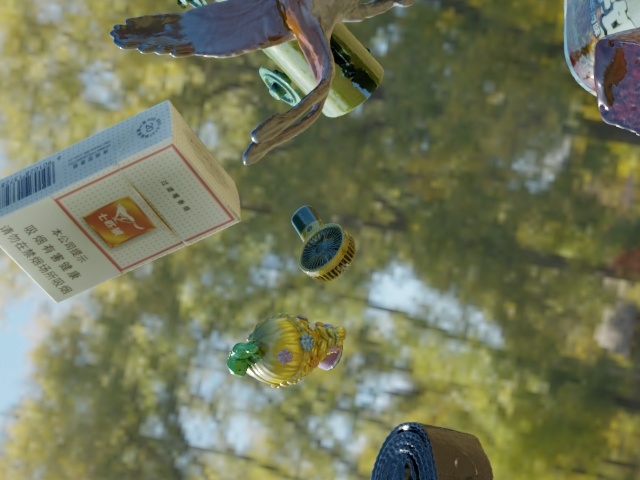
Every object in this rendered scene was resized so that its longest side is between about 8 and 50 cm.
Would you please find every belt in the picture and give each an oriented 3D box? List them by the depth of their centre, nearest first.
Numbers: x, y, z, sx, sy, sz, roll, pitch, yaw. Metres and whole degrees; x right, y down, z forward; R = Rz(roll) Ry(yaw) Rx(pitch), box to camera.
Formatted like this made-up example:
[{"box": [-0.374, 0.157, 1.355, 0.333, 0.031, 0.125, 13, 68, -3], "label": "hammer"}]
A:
[{"box": [0.156, 0.408, 2.452, 0.184, 0.164, 0.289, -43, 40, 40], "label": "belt"}]

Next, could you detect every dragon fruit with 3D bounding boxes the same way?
[{"box": [0.304, -0.130, 1.358, 0.096, 0.147, 0.102, -27, -52, -50], "label": "dragon fruit"}]

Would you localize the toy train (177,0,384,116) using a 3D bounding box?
[{"box": [-0.045, -0.271, 1.916, 0.126, 0.307, 0.189, -52, 22, -19], "label": "toy train"}]

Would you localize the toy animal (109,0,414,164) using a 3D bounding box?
[{"box": [-0.014, -0.217, 1.569, 0.302, 0.284, 0.225, -17, -35, -33], "label": "toy animal"}]

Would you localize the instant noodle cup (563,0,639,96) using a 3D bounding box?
[{"box": [0.417, -0.279, 1.781, 0.308, 0.294, 0.294, 147, 139, -67], "label": "instant noodle cup"}]

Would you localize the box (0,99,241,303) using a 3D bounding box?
[{"box": [-0.313, -0.055, 2.491, 0.210, 0.330, 0.095, 53, -162, -44], "label": "box"}]

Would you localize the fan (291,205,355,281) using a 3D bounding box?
[{"box": [0.000, 0.000, 2.344, 0.039, 0.082, 0.155, 42, -170, -37], "label": "fan"}]

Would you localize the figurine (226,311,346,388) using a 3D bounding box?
[{"box": [-0.040, 0.138, 2.176, 0.115, 0.156, 0.094, -37, 59, 48], "label": "figurine"}]
